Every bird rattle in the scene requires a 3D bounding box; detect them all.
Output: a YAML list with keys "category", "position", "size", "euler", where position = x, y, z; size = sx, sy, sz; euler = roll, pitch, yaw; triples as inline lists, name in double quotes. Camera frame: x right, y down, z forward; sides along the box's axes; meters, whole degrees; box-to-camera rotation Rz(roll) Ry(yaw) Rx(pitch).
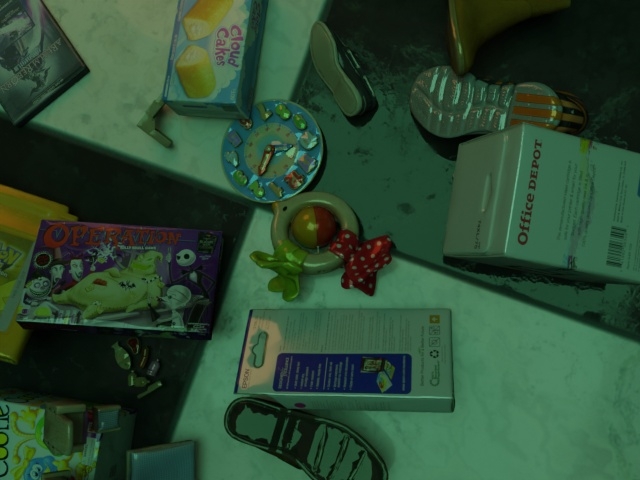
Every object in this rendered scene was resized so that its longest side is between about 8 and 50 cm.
- category: "bird rattle"
  position: [0.000, 0.000, 1.247]
  size: [0.253, 0.143, 0.207]
  euler: [-12, 66, 6]

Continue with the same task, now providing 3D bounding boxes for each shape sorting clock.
- category: "shape sorting clock"
  position: [-0.095, -0.173, 1.319]
  size: [0.206, 0.040, 0.206]
  euler: [-1, 84, 10]

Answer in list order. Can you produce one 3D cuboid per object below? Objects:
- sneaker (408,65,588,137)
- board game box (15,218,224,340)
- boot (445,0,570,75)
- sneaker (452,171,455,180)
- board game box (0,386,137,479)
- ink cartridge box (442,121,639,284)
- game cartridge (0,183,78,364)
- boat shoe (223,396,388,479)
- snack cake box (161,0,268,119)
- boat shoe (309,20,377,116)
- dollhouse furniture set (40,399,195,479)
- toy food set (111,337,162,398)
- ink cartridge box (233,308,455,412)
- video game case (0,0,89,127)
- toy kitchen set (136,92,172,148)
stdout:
- category: "sneaker"
  position: [0.316, -0.224, 1.214]
  size: [0.321, 0.180, 0.125]
  euler: [27, 109, 44]
- category: "board game box"
  position: [-0.363, 0.071, 1.275]
  size: [0.346, 0.056, 0.208]
  euler: [3, 60, -1]
- category: "boot"
  position: [0.323, -0.399, 1.185]
  size: [0.211, 0.104, 0.295]
  euler: [0, 52, 8]
- category: "sneaker"
  position: [0.258, -0.043, 1.219]
  size: [0.084, 0.058, 0.152]
  euler: [-35, 90, 30]
- category: "board game box"
  position: [-0.510, 0.372, 1.290]
  size: [0.275, 0.144, 0.142]
  euler: [7, 85, 10]
- category: "ink cartridge box"
  position: [0.367, -0.048, 1.093]
  size: [0.270, 0.197, 0.198]
  euler: [11, 86, -17]
- category: "game cartridge"
  position: [-0.645, 0.039, 1.291]
  size: [0.285, 0.053, 0.324]
  euler: [19, 64, -11]
- category: "boat shoe"
  position: [-0.018, 0.356, 1.225]
  size: [0.307, 0.104, 0.111]
  euler: [25, 80, 13]
- category: "snack cake box"
  position: [-0.199, -0.374, 1.322]
  size: [0.152, 0.089, 0.265]
  euler: [5, 80, 13]
- category: "boat shoe"
  position: [0.043, -0.328, 1.311]
  size: [0.065, 0.075, 0.206]
  euler: [-14, 72, -35]
- category: "dollhouse furniture set"
  position: [-0.287, 0.414, 1.149]
  size: [0.198, 0.303, 0.287]
  euler: [1, 88, 53]
- category: "toy food set"
  position: [-0.351, 0.240, 1.339]
  size: [0.078, 0.019, 0.122]
  euler: [-31, 72, 6]
- category: "ink cartridge box"
  position: [0.045, 0.206, 1.203]
  size: [0.370, 0.069, 0.176]
  euler: [0, 51, 9]
- category: "video game case"
  position: [-0.634, -0.403, 1.449]
  size: [0.196, 0.026, 0.274]
  euler: [-37, 79, 5]
- category: "toy kitchen set"
  position: [-0.311, -0.241, 1.369]
  size: [0.075, 0.068, 0.083]
  euler: [38, 92, -16]
